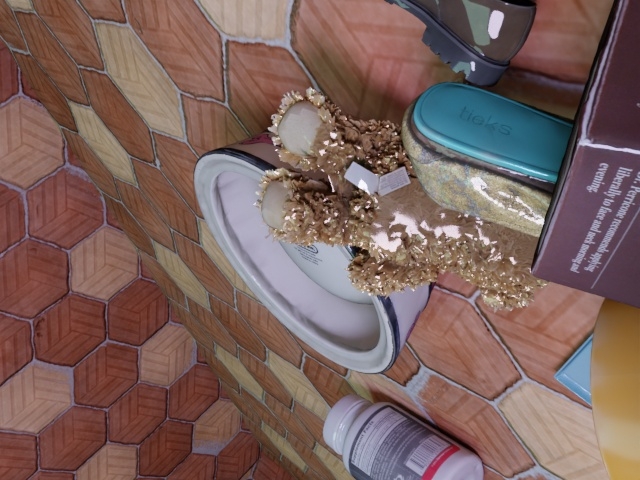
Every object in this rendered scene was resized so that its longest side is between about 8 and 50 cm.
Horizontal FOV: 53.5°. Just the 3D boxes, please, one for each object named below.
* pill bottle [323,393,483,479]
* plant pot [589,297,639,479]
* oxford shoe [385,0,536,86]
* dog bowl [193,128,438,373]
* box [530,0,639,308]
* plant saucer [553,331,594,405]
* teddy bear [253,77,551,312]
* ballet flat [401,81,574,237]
[{"bbox_3d":[0.158,0.444,1.310,0.318,0.176,0.176,23,145,44],"label":"pill bottle"},{"bbox_3d":[0.359,0.130,0.527,0.187,0.205,0.205,-10,120,44],"label":"plant pot"},{"bbox_3d":[0.095,-0.244,0.551,0.227,0.082,0.096,44,134,12],"label":"oxford shoe"},{"bbox_3d":[0.000,0.000,0.954,0.408,0.150,0.408,38,154,23],"label":"dog bowl"},{"bbox_3d":[0.248,-0.052,0.355,0.203,0.167,0.168,17,158,17],"label":"box"},{"bbox_3d":[0.343,0.145,0.762,0.067,0.018,0.192,38,154,21],"label":"plant saucer"},{"bbox_3d":[0.094,-0.045,0.680,0.337,0.113,0.245,1,102,8],"label":"teddy bear"},{"bbox_3d":[0.226,-0.030,0.518,0.348,0.123,0.123,25,148,23],"label":"ballet flat"}]
